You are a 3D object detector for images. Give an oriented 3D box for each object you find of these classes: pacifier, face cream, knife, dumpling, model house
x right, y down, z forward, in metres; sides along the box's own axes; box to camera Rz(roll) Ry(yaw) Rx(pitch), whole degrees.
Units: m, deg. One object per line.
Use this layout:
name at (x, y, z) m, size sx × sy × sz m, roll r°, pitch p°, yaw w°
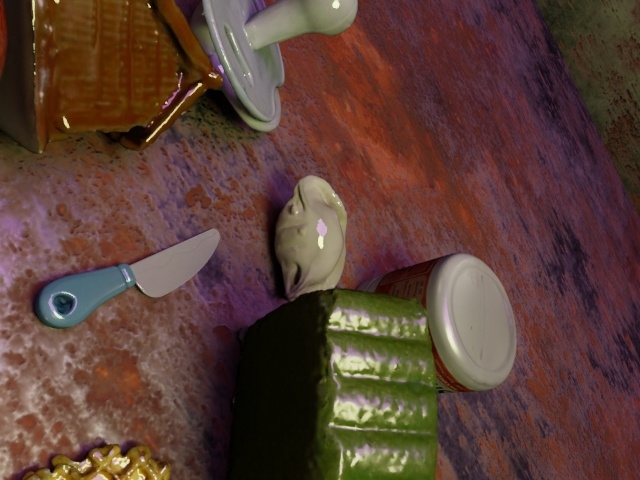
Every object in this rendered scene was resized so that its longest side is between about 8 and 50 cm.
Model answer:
pacifier at (-0.054, -0.283, 0.688) m, size 0.287 × 0.225 × 0.238 m, roll -80°, pitch 149°, yaw -53°
face cream at (0.172, 0.134, 0.781) m, size 0.201 × 0.187 × 0.201 m, roll 18°, pitch 63°, yaw -39°
knife at (-0.201, 0.040, 0.581) m, size 0.244 × 0.032 × 0.058 m, roll -23°, pitch 89°, yaw -50°
dumpling at (0.001, -0.002, 0.734) m, size 0.134 × 0.100 × 0.169 m, roll 2°, pitch 73°, yaw -47°
model house at (-0.248, -0.225, 0.544) m, size 0.199 × 0.220 × 0.229 m, roll 35°, pitch 27°, yaw 27°

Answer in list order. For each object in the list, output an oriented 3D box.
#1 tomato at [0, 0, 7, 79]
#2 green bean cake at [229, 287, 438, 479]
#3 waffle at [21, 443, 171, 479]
tomato at (-0.353, -0.164, 0.334) m, size 0.265 × 0.265 × 0.265 m, roll 18°, pitch 63°, yaw -38°
green bean cake at (0.008, 0.191, 0.547) m, size 0.156 × 0.250 × 0.247 m, roll 14°, pitch 64°, yaw -26°
waffle at (-0.211, 0.282, 0.464) m, size 0.191 × 0.038 × 0.191 m, roll 18°, pitch 63°, yaw -39°
